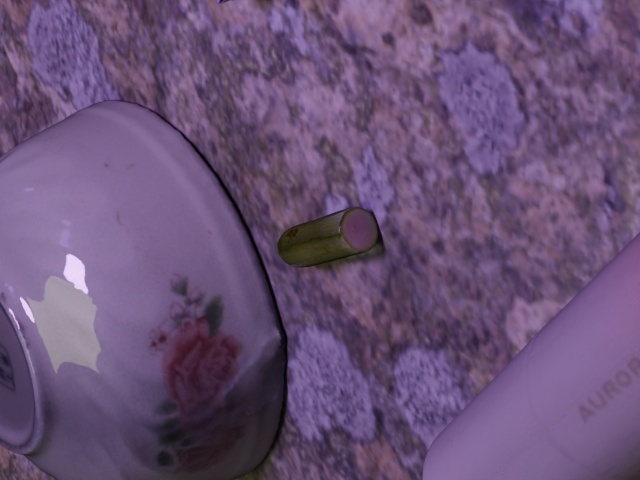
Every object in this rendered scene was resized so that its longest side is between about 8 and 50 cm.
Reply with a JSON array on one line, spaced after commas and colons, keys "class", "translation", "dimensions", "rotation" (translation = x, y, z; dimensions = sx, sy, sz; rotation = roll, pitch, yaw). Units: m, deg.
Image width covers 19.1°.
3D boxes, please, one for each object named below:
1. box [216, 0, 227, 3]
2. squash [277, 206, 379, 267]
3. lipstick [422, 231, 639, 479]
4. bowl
[{"class": "box", "translation": [-0.046, -0.191, 1.049], "dimensions": [0.050, 0.036, 0.117], "rotation": [49, 143, 29]}, {"class": "squash", "translation": [0.000, 0.000, 1.100], "dimensions": [0.083, 0.027, 0.027], "rotation": [-17, 93, 57]}, {"class": "lipstick", "translation": [0.149, 0.051, 0.857], "dimensions": [0.087, 0.087, 0.327], "rotation": [58, 145, 16]}, {"class": "bowl", "translation": [-0.160, 0.054, 1.263], "dimensions": [0.277, 0.145, 0.277], "rotation": [34, 133, 45]}]
